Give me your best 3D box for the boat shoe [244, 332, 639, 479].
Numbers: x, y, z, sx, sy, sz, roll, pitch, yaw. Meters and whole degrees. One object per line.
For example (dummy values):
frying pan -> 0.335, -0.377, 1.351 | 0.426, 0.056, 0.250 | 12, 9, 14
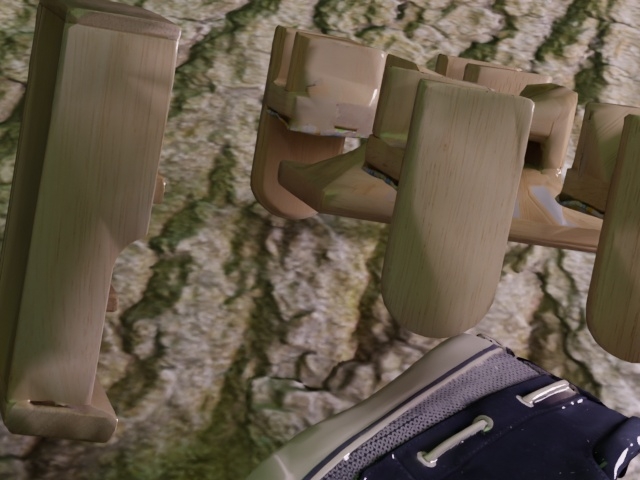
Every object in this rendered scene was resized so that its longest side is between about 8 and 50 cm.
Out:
boat shoe -> 0.069, 0.172, 0.998 | 0.158, 0.127, 0.340 | 22, 39, 30

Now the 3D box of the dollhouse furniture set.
dollhouse furniture set -> 0.000, 0.000, 1.112 | 0.394, 0.256, 0.362 | 8, 10, -17
